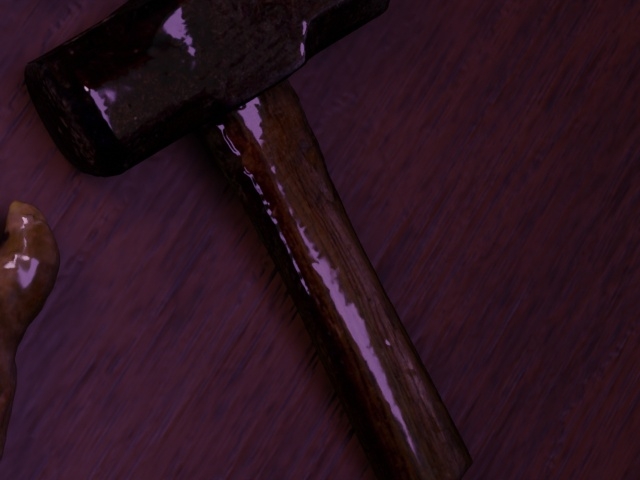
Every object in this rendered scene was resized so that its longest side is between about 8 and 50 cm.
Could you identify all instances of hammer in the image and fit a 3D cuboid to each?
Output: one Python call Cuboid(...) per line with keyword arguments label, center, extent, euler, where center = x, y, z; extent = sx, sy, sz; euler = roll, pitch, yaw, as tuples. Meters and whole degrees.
Cuboid(label="hammer", center=(0.000, 0.000, 1.225), extent=(0.242, 0.095, 0.408), euler=(-31, 101, -22))

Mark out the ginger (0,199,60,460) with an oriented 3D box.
Cuboid(label="ginger", center=(-0.262, -0.007, 1.119), extent=(0.166, 0.080, 0.333), euler=(-38, 97, -13))
